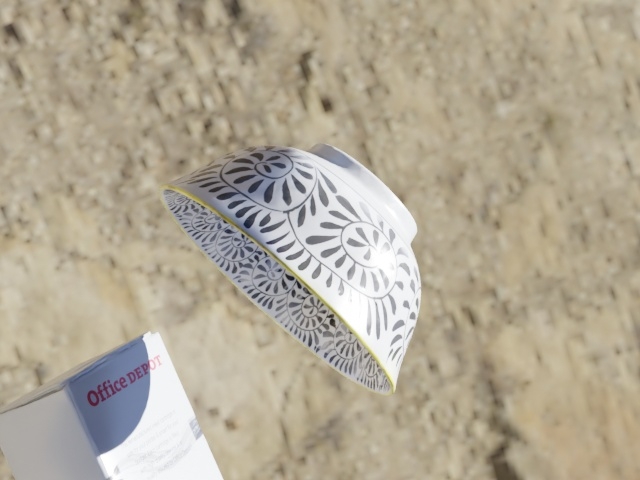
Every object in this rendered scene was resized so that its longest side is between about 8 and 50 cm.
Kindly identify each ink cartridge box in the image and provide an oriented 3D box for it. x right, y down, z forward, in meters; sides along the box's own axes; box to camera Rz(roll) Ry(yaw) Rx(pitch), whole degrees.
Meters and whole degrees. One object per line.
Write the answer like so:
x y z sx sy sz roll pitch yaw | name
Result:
-0.112 0.141 1.099 0.150 0.063 0.109 66 27 -3 | ink cartridge box

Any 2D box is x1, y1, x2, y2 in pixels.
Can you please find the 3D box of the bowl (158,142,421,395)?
0.000 0.000 1.041 0.080 0.170 0.170 -48 122 -10 | bowl
